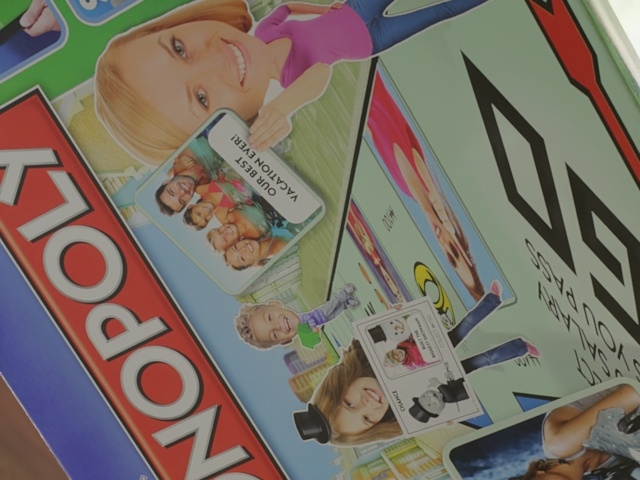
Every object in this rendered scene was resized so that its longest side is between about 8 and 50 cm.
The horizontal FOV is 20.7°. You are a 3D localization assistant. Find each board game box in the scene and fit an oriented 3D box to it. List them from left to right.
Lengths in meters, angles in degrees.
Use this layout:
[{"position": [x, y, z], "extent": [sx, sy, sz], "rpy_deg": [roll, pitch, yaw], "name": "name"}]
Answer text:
[{"position": [0.000, 0.000, 0.521], "extent": [0.213, 0.317, 0.046], "rpy_deg": [-27, -166, 20], "name": "board game box"}]
